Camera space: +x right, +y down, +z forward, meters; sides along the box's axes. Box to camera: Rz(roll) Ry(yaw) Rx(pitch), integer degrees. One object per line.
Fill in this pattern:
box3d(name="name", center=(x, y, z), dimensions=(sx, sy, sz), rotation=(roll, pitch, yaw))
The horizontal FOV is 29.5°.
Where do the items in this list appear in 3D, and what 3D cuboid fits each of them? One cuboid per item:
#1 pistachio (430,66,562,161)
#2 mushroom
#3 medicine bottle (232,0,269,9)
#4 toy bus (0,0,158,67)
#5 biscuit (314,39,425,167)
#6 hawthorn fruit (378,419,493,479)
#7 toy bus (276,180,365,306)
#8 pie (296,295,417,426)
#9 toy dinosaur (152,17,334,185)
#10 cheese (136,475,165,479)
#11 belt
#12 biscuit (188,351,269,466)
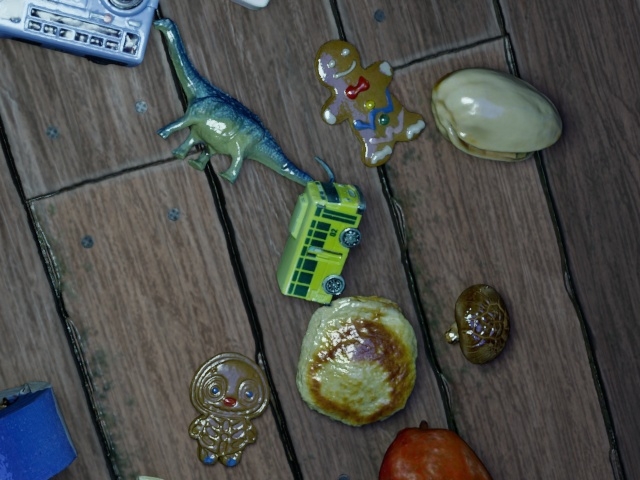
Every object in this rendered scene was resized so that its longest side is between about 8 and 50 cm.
box3d(name="pistachio", center=(0.269, -0.197, 1.889), dimensions=(0.215, 0.144, 0.144), rotation=(14, 89, -23))
box3d(name="mushroom", center=(0.255, 0.133, 1.926), dimensions=(0.109, 0.085, 0.126), rotation=(-20, 105, -16))
box3d(name="medicine bottle", center=(-0.161, -0.429, 1.769), dimensions=(0.219, 0.078, 0.115), rotation=(22, 88, -17))
box3d(name="toy bus", center=(-0.382, -0.329, 1.684), dimensions=(0.292, 0.125, 0.133), rotation=(12, 90, -19))
box3d(name="biscuit", center=(0.064, -0.219, 1.877), dimensions=(0.138, 0.031, 0.205), rotation=(-37, 101, -11))
box3d(name="hawthorn fruit", center=(0.174, 0.374, 1.876), dimensions=(0.185, 0.185, 0.202), rotation=(0, 57, -17))
box3d(name="toy bus", center=(0.000, 0.000, 1.811), dimensions=(0.101, 0.088, 0.175), rotation=(13, 114, -14))
box3d(name="pie", center=(0.060, 0.184, 1.870), dimensions=(0.179, 0.084, 0.205), rotation=(16, 92, -17))
box3d(name="toy dinosaur", center=(-0.141, -0.162, 1.793), dimensions=(0.363, 0.076, 0.147), rotation=(41, 78, -13))
box3d(name="cheese", center=(-0.221, 0.451, 1.809), dimensions=(0.249, 0.071, 0.163), rotation=(28, 85, -17))
box3d(name="belt", center=(-0.510, 0.305, 1.639), dimensions=(0.347, 0.212, 0.117), rotation=(-21, 98, -11))
box3d(name="biscuit", center=(-0.140, 0.256, 1.844), dimensions=(0.124, 0.026, 0.175), rotation=(7, 91, -17))
